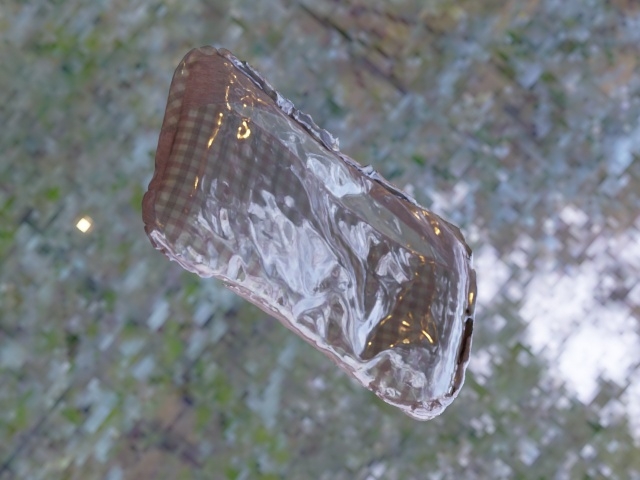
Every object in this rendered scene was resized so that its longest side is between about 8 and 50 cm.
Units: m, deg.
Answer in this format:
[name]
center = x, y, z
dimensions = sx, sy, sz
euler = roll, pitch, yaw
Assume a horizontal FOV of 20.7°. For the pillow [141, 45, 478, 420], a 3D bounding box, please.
[pillow]
center = 0.001, -0.002, 0.885
dimensions = 0.034, 0.211, 0.135
euler = -31, -143, 39
